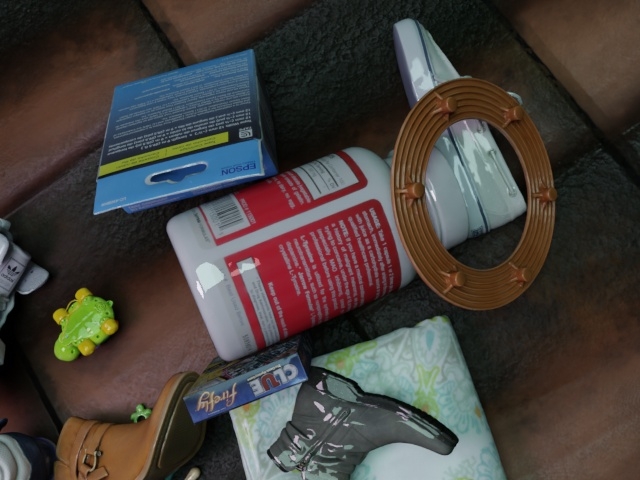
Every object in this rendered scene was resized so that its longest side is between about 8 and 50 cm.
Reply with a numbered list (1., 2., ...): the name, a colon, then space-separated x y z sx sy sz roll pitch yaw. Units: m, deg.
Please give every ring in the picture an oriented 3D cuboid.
1. ring: 0.235 -0.068 1.112 0.337 0.032 0.336 2 86 -35

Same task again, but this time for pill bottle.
1. pill bottle: 0.000 0.000 1.155 0.408 0.229 0.229 -22 74 -10

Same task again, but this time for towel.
1. towel: 0.066 0.317 1.161 0.374 0.090 0.320 -19 76 4

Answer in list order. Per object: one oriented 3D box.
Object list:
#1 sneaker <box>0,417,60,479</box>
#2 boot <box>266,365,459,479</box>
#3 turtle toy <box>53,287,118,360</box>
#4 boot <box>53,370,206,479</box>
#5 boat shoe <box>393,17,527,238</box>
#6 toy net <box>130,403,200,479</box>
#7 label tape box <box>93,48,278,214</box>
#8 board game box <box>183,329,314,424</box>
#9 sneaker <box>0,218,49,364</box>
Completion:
1. sneaker: -0.562 0.402 1.158 0.323 0.236 0.130 -37 74 -1
2. boot: 0.057 0.291 1.095 0.246 0.083 0.161 20 86 20
3. turtle toy: -0.389 0.146 1.280 0.130 0.066 0.095 -43 75 -2
4. boot: -0.296 0.306 1.186 0.220 0.109 0.283 18 98 33
5. boat shoe: 0.238 -0.198 1.230 0.156 0.136 0.367 -20 80 1
6. toy net: -0.248 0.371 1.217 0.122 0.045 0.232 -5 77 7
7. label tape box: -0.200 -0.144 1.210 0.249 0.115 0.347 -14 43 4
8. board game box: -0.095 0.186 1.135 0.165 0.243 0.042 -22 93 3
9. sneaker: -0.543 0.115 1.237 0.210 0.137 0.366 -36 52 -3
